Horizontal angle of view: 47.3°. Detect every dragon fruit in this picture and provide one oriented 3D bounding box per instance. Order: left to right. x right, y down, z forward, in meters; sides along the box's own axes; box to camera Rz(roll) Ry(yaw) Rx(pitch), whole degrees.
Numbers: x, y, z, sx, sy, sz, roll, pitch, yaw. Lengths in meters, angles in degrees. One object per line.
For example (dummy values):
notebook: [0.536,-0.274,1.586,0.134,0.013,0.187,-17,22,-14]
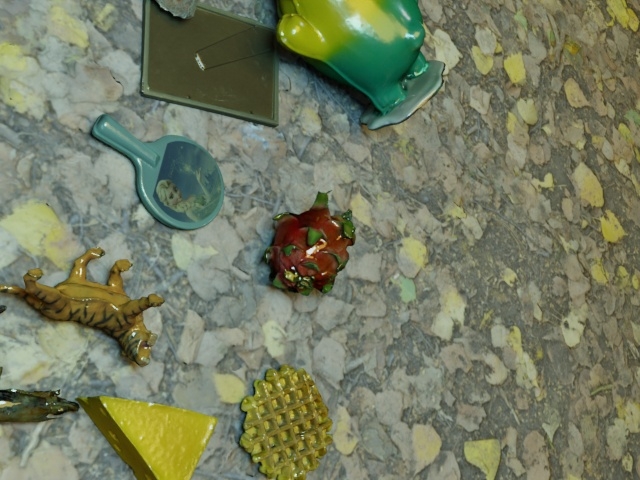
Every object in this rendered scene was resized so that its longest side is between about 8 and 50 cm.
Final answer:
dragon fruit: [-0.001,-0.003,1.229,0.135,0.137,0.236,35,50,16]

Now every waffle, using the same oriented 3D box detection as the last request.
waffle: [-0.053,0.296,1.180,0.191,0.038,0.191,9,75,-37]

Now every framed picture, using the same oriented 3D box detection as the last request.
framed picture: [-0.178,-0.304,1.229,0.260,0.023,0.188,7,76,-37]

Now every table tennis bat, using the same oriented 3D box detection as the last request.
table tennis bat: [-0.245,-0.113,1.126,0.237,0.038,0.149,38,59,-29]

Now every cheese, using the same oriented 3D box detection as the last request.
cheese: [-0.250,0.260,0.997,0.171,0.093,0.126,40,61,-24]

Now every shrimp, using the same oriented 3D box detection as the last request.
shrimp: [-0.400,0.160,0.943,0.195,0.035,0.147,13,69,-34]

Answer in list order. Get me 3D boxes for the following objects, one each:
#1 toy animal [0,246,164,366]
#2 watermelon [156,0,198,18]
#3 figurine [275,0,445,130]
toy animal: [-0.336,0.078,0.984,0.255,0.114,0.116,18,112,-30]
watermelon: [-0.272,-0.458,1.144,0.241,0.094,0.154,46,45,-12]
figurine: [0.068,-0.389,1.314,0.340,0.232,0.323,49,60,-26]
